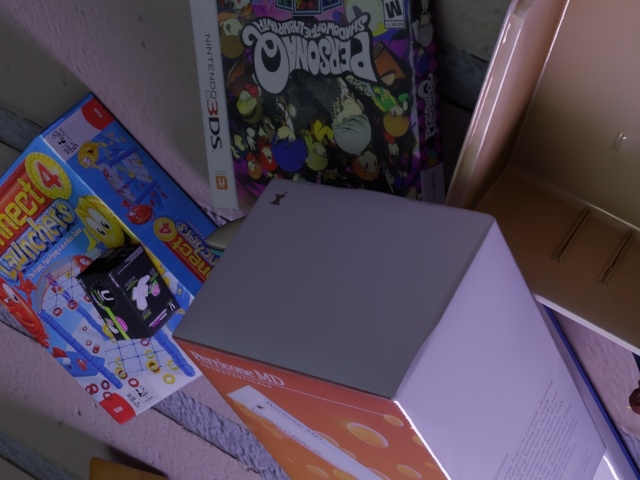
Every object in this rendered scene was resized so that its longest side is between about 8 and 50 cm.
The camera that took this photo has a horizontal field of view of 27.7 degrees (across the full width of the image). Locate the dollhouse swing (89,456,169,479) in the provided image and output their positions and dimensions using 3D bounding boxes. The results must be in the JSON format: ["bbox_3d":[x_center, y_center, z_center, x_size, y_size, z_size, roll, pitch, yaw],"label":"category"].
[{"bbox_3d":[-0.158,0.502,1.786,0.305,0.315,0.347,-3,134,-6],"label":"dollhouse swing"}]

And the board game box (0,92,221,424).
[{"bbox_3d":[-0.238,0.034,1.443,0.302,0.086,0.308,47,140,-7],"label":"board game box"}]

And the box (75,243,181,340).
[{"bbox_3d":[-0.195,0.054,1.318,0.062,0.052,0.083,-9,118,43],"label":"box"}]

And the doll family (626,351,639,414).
[{"bbox_3d":[0.312,0.150,1.093,0.193,0.111,0.076,45,140,-3],"label":"doll family"}]

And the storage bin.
[{"bbox_3d":[0.249,-0.056,0.949,0.262,0.123,0.260,29,139,15],"label":"storage bin"}]

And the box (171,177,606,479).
[{"bbox_3d":[0.072,0.130,1.077,0.215,0.168,0.345,11,148,37],"label":"box"}]

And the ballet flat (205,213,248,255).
[{"bbox_3d":[0.000,0.000,1.238,0.248,0.086,0.086,16,134,30],"label":"ballet flat"}]

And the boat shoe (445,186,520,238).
[{"bbox_3d":[0.083,-0.018,1.147,0.233,0.084,0.079,28,-178,30],"label":"boat shoe"}]

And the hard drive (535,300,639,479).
[{"bbox_3d":[0.179,0.171,1.272,0.210,0.040,0.318,-10,119,44],"label":"hard drive"}]

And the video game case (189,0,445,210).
[{"bbox_3d":[-0.005,-0.123,1.105,0.232,0.042,0.210,7,110,34],"label":"video game case"}]
